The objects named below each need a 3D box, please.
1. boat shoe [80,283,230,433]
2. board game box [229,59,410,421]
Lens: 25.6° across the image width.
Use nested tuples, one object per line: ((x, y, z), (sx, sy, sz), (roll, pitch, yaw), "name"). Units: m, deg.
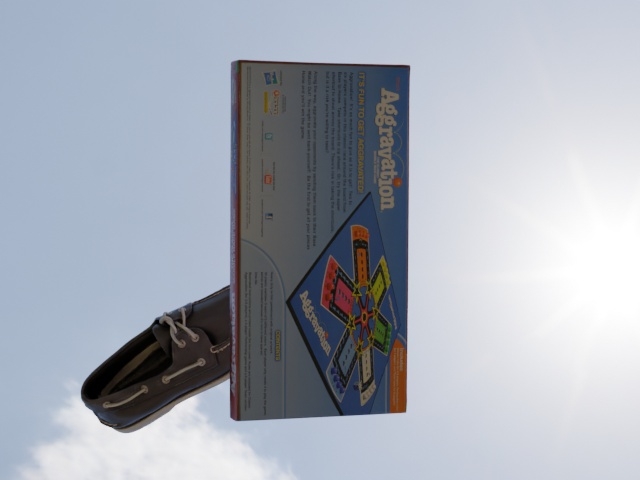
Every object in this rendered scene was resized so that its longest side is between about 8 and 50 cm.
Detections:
((-0.125, 0.097, 1.256), (0.206, 0.065, 0.075), (-37, -129, 9), "boat shoe")
((0.000, 0.000, 1.118), (0.145, 0.027, 0.281), (0, -87, -17), "board game box")
